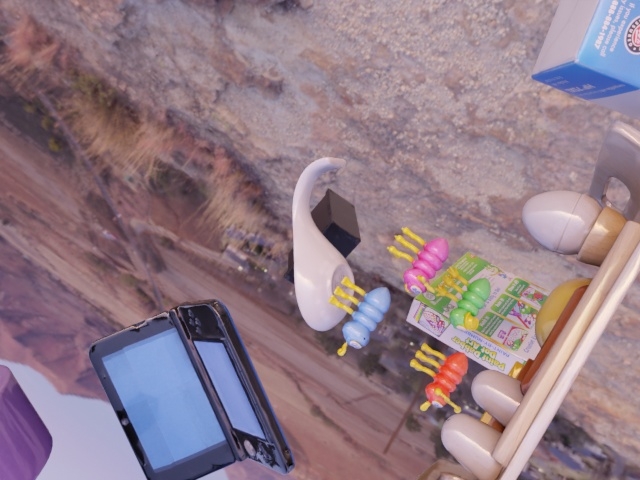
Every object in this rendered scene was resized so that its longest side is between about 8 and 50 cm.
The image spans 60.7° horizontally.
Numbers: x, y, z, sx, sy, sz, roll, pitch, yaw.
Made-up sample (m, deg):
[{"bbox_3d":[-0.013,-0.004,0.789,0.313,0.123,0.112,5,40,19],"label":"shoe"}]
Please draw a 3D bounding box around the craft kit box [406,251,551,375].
[{"bbox_3d":[0.314,0.131,0.953,0.246,0.250,0.061,32,124,24],"label":"craft kit box"}]

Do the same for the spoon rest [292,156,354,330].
[{"bbox_3d":[0.001,0.008,0.888,0.084,0.277,0.137,0,-179,35],"label":"spoon rest"}]

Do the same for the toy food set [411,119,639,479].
[{"bbox_3d":[0.171,0.078,0.459,0.092,0.306,0.219,31,178,25],"label":"toy food set"}]

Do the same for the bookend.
[{"bbox_3d":[0.000,0.000,1.109,0.072,0.157,0.156,33,-158,-19],"label":"bookend"}]

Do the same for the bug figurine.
[{"bbox_3d":[0.149,0.113,0.773,0.279,0.216,0.072,39,167,-30],"label":"bug figurine"}]

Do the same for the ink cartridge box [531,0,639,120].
[{"bbox_3d":[0.285,-0.138,0.370,0.231,0.134,0.078,20,-172,-4],"label":"ink cartridge box"}]

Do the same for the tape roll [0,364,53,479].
[{"bbox_3d":[-0.338,0.194,0.462,0.189,0.189,0.080,1,119,52],"label":"tape roll"}]

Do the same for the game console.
[{"bbox_3d":[-0.211,0.261,0.868,0.250,0.173,0.293,-14,101,57],"label":"game console"}]
